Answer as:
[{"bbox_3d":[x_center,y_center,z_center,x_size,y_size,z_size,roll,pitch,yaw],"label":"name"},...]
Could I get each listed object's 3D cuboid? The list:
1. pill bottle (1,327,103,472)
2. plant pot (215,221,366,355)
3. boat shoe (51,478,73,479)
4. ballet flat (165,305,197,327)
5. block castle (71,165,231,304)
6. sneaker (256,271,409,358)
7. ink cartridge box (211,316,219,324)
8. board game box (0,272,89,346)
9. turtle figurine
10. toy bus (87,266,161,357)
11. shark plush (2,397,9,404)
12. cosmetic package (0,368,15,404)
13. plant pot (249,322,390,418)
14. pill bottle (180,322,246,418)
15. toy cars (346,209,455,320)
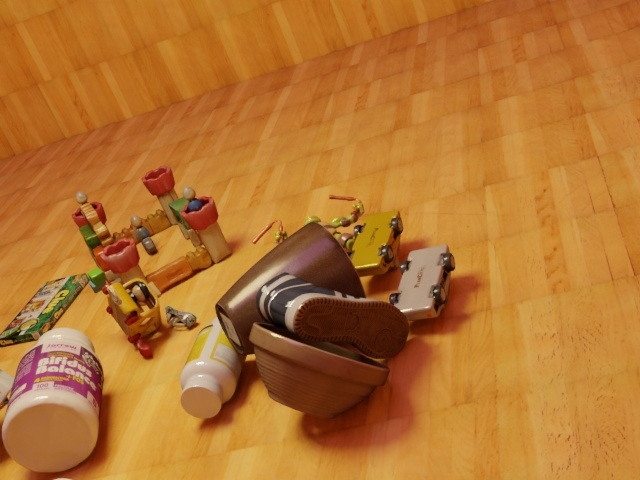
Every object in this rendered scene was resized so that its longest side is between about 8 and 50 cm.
[{"bbox_3d":[-0.504,0.291,1.775,0.169,0.169,0.301,-23,26,0],"label":"pill bottle"},{"bbox_3d":[-0.068,0.111,1.700,0.230,0.215,0.215,-27,25,-19],"label":"plant pot"},{"bbox_3d":[-0.359,0.448,1.415,0.305,0.109,0.091,6,33,40],"label":"boat shoe"},{"bbox_3d":[-0.314,0.169,2.020,0.041,0.041,0.114,-38,28,-29],"label":"ballet flat"},{"bbox_3d":[-0.445,-0.042,2.340,0.303,0.212,0.453,-30,26,-15],"label":"block castle"},{"bbox_3d":[0.018,0.126,1.588,0.153,0.282,0.099,19,92,47],"label":"sneaker"},{"bbox_3d":[-0.150,0.169,1.902,0.179,0.045,0.145,-35,22,17],"label":"ink cartridge box"},{"bbox_3d":[-0.697,0.173,2.339,0.136,0.030,0.259,-10,28,20],"label":"board game box"},{"bbox_3d":[0.000,0.000,2.038,0.270,0.087,0.217,-20,31,-15],"label":"turtle figurine"},{"bbox_3d":[-0.392,0.134,1.970,0.104,0.190,0.202,-33,27,-22],"label":"toy bus"},{"bbox_3d":[-0.740,0.370,1.955,0.161,0.073,0.067,-46,3,-32],"label":"shark plush"},{"bbox_3d":[-0.712,0.317,1.803,0.183,0.151,0.151,-58,12,-8],"label":"cosmetic package"},{"bbox_3d":[-0.015,0.221,1.522,0.237,0.237,0.109,17,87,54],"label":"plant pot"},{"bbox_3d":[-0.199,0.240,1.703,0.103,0.103,0.184,-14,26,17],"label":"pill bottle"},{"bbox_3d":[0.157,0.061,1.798,0.176,0.087,0.394,-32,29,-9],"label":"toy cars"}]
